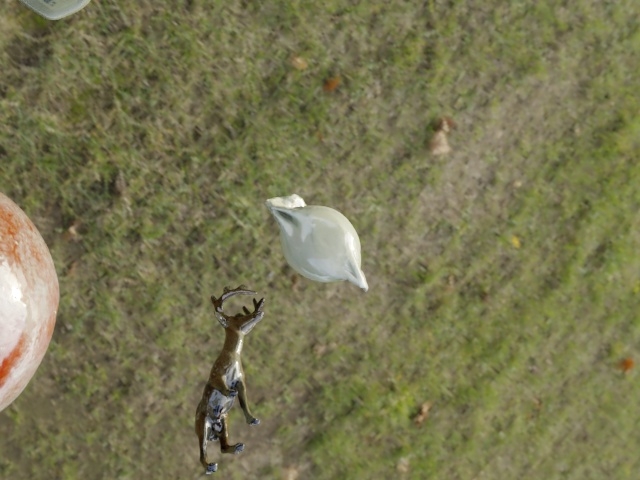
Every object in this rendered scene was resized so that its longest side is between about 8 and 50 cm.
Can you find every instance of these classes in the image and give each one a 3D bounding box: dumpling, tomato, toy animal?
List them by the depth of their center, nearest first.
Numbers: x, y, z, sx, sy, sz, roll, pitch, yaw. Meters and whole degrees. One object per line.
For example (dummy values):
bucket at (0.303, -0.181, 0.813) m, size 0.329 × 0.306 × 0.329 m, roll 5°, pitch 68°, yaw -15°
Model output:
tomato at (-0.467, 0.071, 1.088) m, size 0.282 × 0.317 × 0.316 m, roll 26°, pitch 103°, yaw -50°
toy animal at (-0.156, 0.214, 1.462) m, size 0.087 × 0.260 × 0.243 m, roll 24°, pitch 105°, yaw -24°
dumpling at (0.000, 0.000, 1.583) m, size 0.124 × 0.229 × 0.151 m, roll -42°, pitch -175°, yaw 13°

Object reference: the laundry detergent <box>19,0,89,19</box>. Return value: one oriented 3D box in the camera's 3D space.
laundry detergent at (-0.431, -0.506, 1.591) m, size 0.253 × 0.091 × 0.181 m, roll -34°, pitch 132°, yaw 22°
